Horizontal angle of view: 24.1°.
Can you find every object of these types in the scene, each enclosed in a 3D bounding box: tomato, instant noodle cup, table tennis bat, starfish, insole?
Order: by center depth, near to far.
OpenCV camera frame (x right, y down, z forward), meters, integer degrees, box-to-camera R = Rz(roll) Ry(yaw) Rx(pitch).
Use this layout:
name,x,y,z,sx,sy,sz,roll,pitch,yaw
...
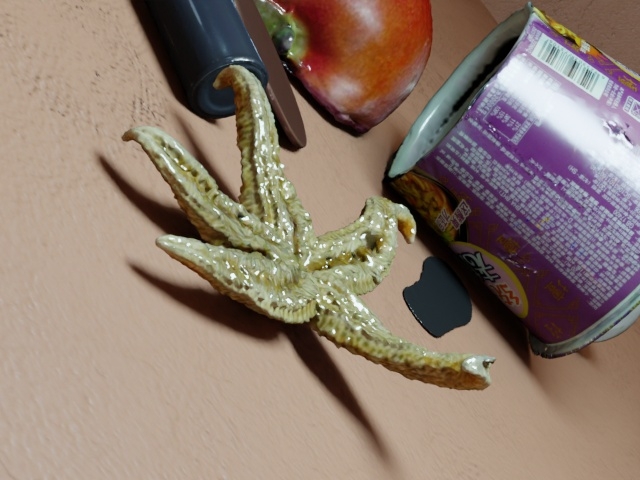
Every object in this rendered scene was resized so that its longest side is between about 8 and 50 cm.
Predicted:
name,x,y,z,sx,sy,sz,roll,pitch,yaw
starfish,-0.005,0.009,1.135,0.327,0.094,0.375,43,22,7
table tennis bat,-0.071,-0.214,1.434,0.154,0.021,0.274,-76,143,-77
insole,0.122,0.059,1.524,0.080,0.003,0.232,52,17,2
instant noodle cup,0.243,-0.076,1.644,0.266,0.340,0.340,37,19,-8
tomato,0.003,-0.299,1.665,0.335,0.176,0.290,44,16,-21

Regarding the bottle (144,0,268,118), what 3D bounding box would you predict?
name,x,y,z,sx,sy,sz,roll,pitch,yaw
bottle,-0.121,-0.215,1.336,0.072,0.082,0.244,4,48,-36

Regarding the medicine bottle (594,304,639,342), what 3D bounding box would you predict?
name,x,y,z,sx,sy,sz,roll,pitch,yaw
medicine bottle,0.327,0.014,1.931,0.131,0.131,0.250,43,19,-28
